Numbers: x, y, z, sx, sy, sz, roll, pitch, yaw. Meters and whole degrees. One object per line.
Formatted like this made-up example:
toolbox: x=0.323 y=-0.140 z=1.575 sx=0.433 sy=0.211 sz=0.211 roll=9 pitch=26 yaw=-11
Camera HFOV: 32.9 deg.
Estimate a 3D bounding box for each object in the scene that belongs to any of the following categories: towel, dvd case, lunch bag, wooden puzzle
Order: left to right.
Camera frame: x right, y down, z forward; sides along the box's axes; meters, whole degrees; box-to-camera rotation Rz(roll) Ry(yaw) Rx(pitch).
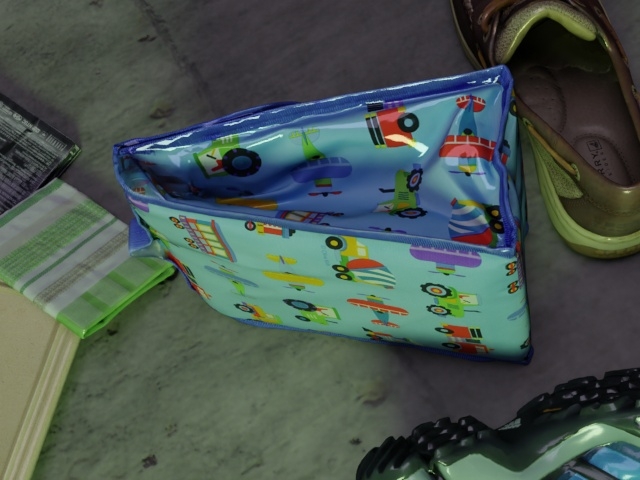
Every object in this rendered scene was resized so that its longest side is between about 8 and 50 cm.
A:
wooden puzzle: x=-0.319 y=0.112 z=0.902 sx=0.221 sy=0.044 sz=0.238 roll=13 pitch=64 yaw=9
dvd case: x=-0.350 y=-0.041 z=1.003 sx=0.164 sy=0.018 sz=0.221 roll=33 pitch=76 yaw=23
towel: x=-0.213 y=0.014 z=0.922 sx=0.152 sy=0.023 sz=0.113 roll=33 pitch=54 yaw=24
lunch bag: x=0.000 y=0.000 z=0.785 sx=0.293 sy=0.221 sz=0.138 roll=-3 pitch=65 yaw=12

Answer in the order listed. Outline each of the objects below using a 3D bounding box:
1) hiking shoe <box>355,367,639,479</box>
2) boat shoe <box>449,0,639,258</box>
hiking shoe: x=0.180 y=0.171 z=0.747 sx=0.304 sy=0.113 sz=0.132 roll=-14 pitch=93 yaw=0
boat shoe: x=0.185 y=-0.155 z=0.866 sx=0.123 sy=0.123 sz=0.342 roll=-17 pitch=63 yaw=5
